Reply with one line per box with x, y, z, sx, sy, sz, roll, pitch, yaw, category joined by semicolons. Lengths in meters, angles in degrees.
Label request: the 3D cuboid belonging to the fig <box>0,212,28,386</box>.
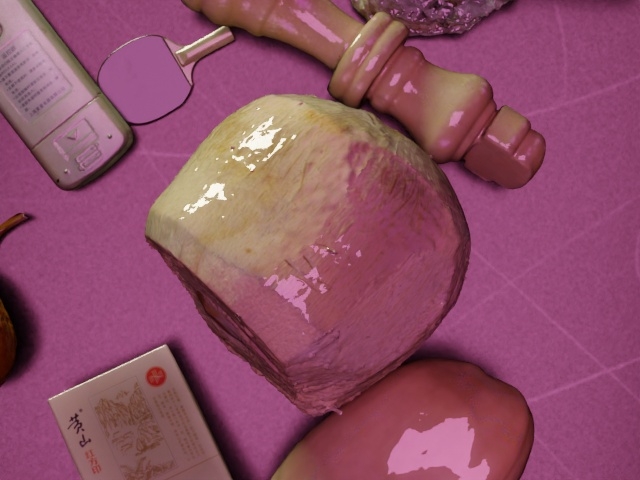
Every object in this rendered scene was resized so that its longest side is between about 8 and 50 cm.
-0.374;0.057;1.401;0.146;0.133;0.201;30;61;-40;fig

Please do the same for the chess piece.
0.051;-0.178;1.376;0.397;0.117;0.117;35;91;3;chess piece

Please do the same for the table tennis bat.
-0.161;-0.181;1.437;0.156;0.013;0.087;-28;90;1;table tennis bat

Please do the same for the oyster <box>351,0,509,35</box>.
0.117;-0.269;1.409;0.177;0.064;0.125;-21;96;10;oyster

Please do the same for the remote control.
-0.296;-0.164;1.425;0.098;0.038;0.233;-38;89;3;remote control

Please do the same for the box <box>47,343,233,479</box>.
-0.173;0.225;1.386;0.141;0.058;0.201;-26;76;-10;box

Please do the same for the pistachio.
0.079;0.240;1.357;0.299;0.187;0.187;-43;90;6;pistachio

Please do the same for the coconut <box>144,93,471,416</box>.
0.000;0.000;1.303;0.254;0.297;0.297;-42;90;-14;coconut
